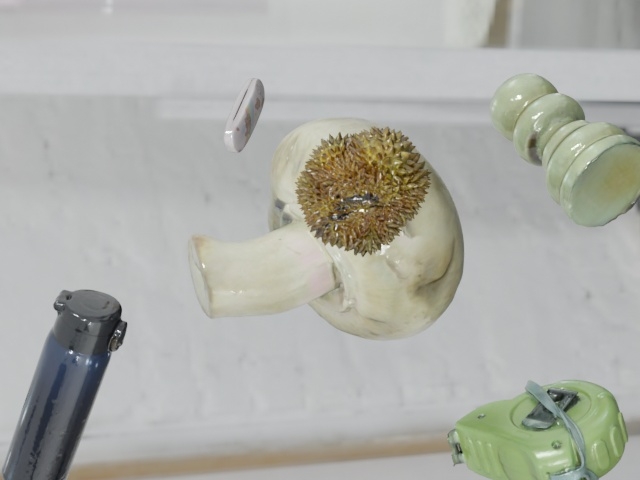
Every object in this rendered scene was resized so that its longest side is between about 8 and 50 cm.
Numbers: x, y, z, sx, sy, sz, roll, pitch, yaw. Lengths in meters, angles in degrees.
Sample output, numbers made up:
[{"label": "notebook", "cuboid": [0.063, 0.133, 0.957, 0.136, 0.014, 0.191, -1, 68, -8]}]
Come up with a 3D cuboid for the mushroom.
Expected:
[{"label": "mushroom", "cuboid": [0.021, -0.015, 2.011, 0.315, 0.356, 0.315, 2, -90, -73]}]

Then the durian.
[{"label": "durian", "cuboid": [0.049, -0.060, 1.737, 0.158, 0.137, 0.168, -44, 21, 13]}]

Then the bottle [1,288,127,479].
[{"label": "bottle", "cuboid": [-0.270, 0.163, 1.600, 0.072, 0.082, 0.244, -68, 0, -63]}]

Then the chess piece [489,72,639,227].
[{"label": "chess piece", "cuboid": [0.317, -0.136, 2.011, 0.243, 0.133, 0.133, 52, 137, 44]}]

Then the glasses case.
[{"label": "glasses case", "cuboid": [-0.074, -0.122, 1.469, 0.032, 0.021, 0.083, 67, -143, -49]}]

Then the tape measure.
[{"label": "tape measure", "cuboid": [0.282, 0.236, 1.842, 0.200, 0.175, 0.106, 11, 126, 56]}]
